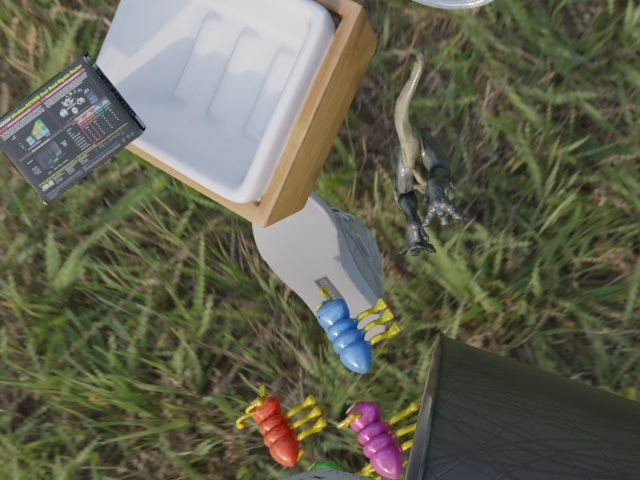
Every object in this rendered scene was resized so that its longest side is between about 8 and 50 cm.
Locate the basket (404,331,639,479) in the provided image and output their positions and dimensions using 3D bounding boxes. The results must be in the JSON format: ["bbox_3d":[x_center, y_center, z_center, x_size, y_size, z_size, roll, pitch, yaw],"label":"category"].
[{"bbox_3d":[0.140,0.146,0.520,0.227,0.154,0.204,11,40,3],"label":"basket"}]

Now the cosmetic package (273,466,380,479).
[{"bbox_3d":[0.028,0.295,1.162,0.151,0.184,0.151,11,89,17],"label":"cosmetic package"}]

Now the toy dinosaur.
[{"bbox_3d":[0.089,-0.057,1.162,0.064,0.268,0.118,-7,72,4],"label":"toy dinosaur"}]

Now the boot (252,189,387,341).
[{"bbox_3d":[0.000,0.000,1.502,0.095,0.258,0.123,-18,39,15],"label":"boot"}]

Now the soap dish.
[{"bbox_3d":[-0.092,-0.167,1.337,0.291,0.118,0.229,30,100,37],"label":"soap dish"}]

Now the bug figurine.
[{"bbox_3d":[0.012,0.195,1.437,0.072,0.279,0.216,-11,57,-38],"label":"bug figurine"}]

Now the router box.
[{"bbox_3d":[-0.242,-0.106,1.258,0.122,0.038,0.092,-35,106,6],"label":"router box"}]

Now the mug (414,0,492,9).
[{"bbox_3d":[0.173,-0.445,1.577,0.328,0.374,0.276,16,40,1],"label":"mug"}]
